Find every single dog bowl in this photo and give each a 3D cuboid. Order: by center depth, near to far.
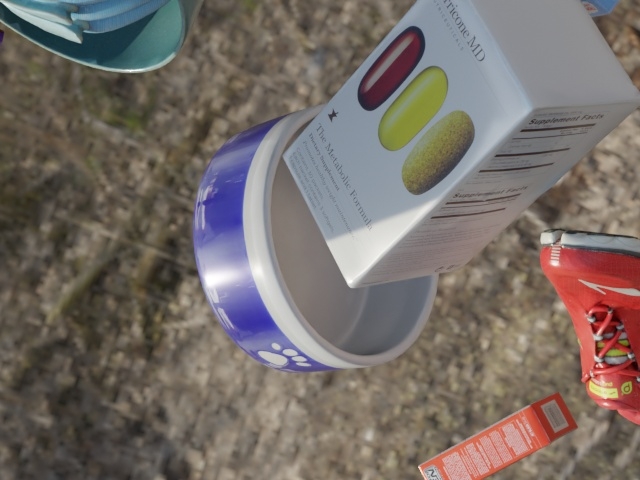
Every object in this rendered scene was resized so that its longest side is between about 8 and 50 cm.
[{"bbox_3d":[0.000,0.000,1.494,0.104,0.265,0.264,-12,60,41],"label":"dog bowl"}]

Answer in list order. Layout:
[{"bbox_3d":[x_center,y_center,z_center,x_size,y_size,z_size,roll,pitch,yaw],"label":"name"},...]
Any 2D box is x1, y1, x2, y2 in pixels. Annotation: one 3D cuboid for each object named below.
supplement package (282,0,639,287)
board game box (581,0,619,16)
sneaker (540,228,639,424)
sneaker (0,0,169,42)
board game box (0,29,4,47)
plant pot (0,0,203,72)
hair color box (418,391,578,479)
[{"bbox_3d":[0.105,-0.088,1.166,0.244,0.134,0.139,-47,62,42],"label":"supplement package"},{"bbox_3d":[0.275,-0.289,1.317,0.211,0.039,0.160,-52,13,-4],"label":"board game box"},{"bbox_3d":[0.251,0.078,1.211,0.107,0.279,0.118,5,67,33],"label":"sneaker"},{"bbox_3d":[-0.194,-0.168,0.728,0.208,0.319,0.127,125,149,-79],"label":"sneaker"},{"bbox_3d":[-0.522,-0.055,1.201,0.356,0.356,0.356,-28,-47,-80],"label":"board game box"},{"bbox_3d":[-0.209,-0.325,1.371,0.290,0.290,0.195,-15,41,54],"label":"plant pot"},{"bbox_3d":[0.173,0.201,1.443,0.141,0.072,0.043,-34,78,31],"label":"hair color box"}]
